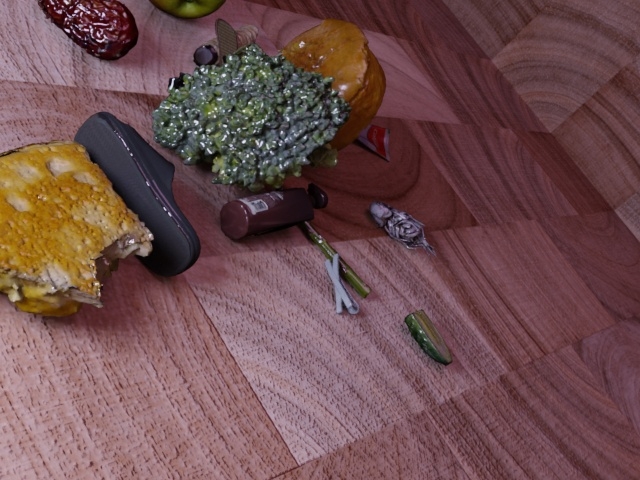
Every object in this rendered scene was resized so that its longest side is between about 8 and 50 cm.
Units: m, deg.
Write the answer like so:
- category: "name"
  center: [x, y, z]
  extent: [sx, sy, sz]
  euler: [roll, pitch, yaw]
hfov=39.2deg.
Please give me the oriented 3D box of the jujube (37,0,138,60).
- category: "jujube"
  center: [-0.367, -0.358, 1.439]
  extent: [0.166, 0.104, 0.104]
  euler: [40, 29, -6]

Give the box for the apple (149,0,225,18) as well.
- category: "apple"
  center: [-0.251, -0.511, 1.692]
  extent: [0.196, 0.196, 0.196]
  euler: [32, 32, -23]

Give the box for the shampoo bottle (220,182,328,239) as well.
- category: "shampoo bottle"
  center: [-0.067, -0.051, 1.455]
  extent: [0.236, 0.067, 0.068]
  euler: [-15, 83, -53]

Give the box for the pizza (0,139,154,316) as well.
- category: "pizza"
  center: [-0.325, -0.006, 1.056]
  extent: [0.223, 0.089, 0.323]
  euler: [37, 31, -3]

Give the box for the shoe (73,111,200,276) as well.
- category: "shoe"
  center: [-0.240, -0.064, 1.227]
  extent: [0.241, 0.108, 0.093]
  euler: [54, 28, 2]

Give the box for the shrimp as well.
- category: "shrimp"
  center: [0.163, -0.022, 1.738]
  extent: [0.165, 0.056, 0.065]
  euler: [35, 14, 2]

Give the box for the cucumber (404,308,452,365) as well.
- category: "cucumber"
  center: [0.183, 0.171, 1.538]
  extent: [0.107, 0.035, 0.067]
  euler: [57, 20, 9]

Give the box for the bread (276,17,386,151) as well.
- category: "bread"
  center: [0.005, -0.284, 1.677]
  extent: [0.146, 0.268, 0.268]
  euler: [40, 26, -42]

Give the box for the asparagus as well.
- category: "asparagus"
  center: [0.000, 0.000, 1.533]
  extent: [0.248, 0.024, 0.025]
  euler: [49, -13, 7]

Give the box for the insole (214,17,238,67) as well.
- category: "insole"
  center: [-0.160, -0.301, 1.651]
  extent: [0.086, 0.005, 0.253]
  euler: [21, 52, -54]

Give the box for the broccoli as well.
- category: "broccoli"
  center: [-0.109, -0.175, 1.457]
  extent: [0.288, 0.247, 0.245]
  euler: [23, -16, 8]

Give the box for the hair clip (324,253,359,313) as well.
- category: "hair clip"
  center: [0.034, 0.074, 1.481]
  extent: [0.039, 0.030, 0.115]
  euler: [42, 25, -49]

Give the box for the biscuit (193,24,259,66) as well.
- category: "biscuit"
  center: [-0.178, -0.375, 1.741]
  extent: [0.055, 0.061, 0.219]
  euler: [50, 28, -6]

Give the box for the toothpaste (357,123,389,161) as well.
- category: "toothpaste"
  center: [0.042, -0.256, 1.891]
  extent: [0.301, 0.048, 0.075]
  euler: [24, 31, -37]
